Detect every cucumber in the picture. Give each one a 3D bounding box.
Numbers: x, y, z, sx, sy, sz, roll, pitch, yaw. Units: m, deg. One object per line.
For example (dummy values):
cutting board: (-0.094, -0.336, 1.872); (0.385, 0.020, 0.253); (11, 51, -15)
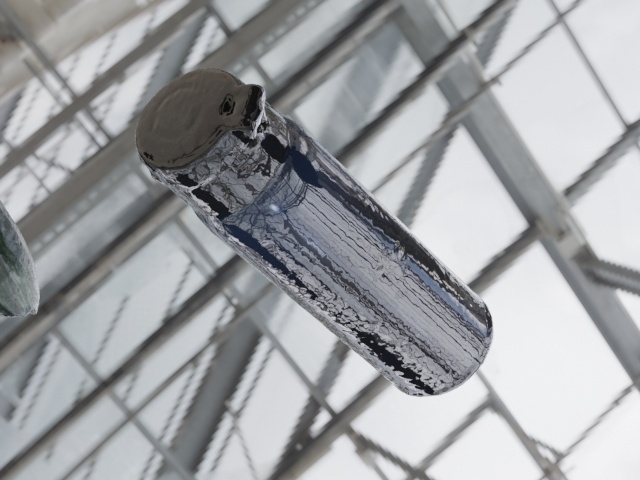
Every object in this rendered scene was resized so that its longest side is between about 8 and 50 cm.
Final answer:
cucumber: (-0.194, 0.002, 0.805); (0.048, 0.105, 0.048); (-20, -151, 12)

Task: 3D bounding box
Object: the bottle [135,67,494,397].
bottle: (0.000, 0.000, 0.758); (0.082, 0.244, 0.072); (-9, -127, 36)
